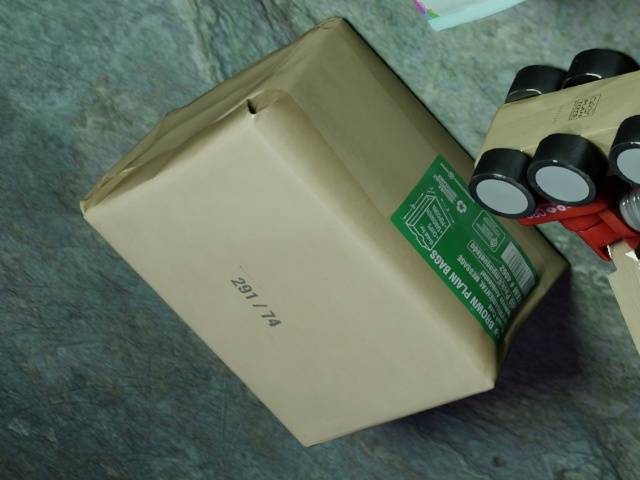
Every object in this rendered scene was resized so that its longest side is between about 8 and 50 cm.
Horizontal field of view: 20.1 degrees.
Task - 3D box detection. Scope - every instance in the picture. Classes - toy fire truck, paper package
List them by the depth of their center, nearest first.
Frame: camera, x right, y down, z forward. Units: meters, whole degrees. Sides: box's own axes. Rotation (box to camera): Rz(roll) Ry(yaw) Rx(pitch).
[{"bbox_3d":[0.263,-0.016,1.424,0.217,0.158,0.246,-12,135,46],"label":"toy fire truck"},{"bbox_3d":[0.000,0.000,1.634,0.325,0.168,0.309,48,144,-14],"label":"paper package"}]

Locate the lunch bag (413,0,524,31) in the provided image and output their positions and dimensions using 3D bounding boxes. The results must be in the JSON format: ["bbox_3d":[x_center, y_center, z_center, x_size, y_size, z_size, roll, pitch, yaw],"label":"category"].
[{"bbox_3d":[0.120,-0.280,1.202,0.223,0.160,0.262,49,155,-17],"label":"lunch bag"}]
